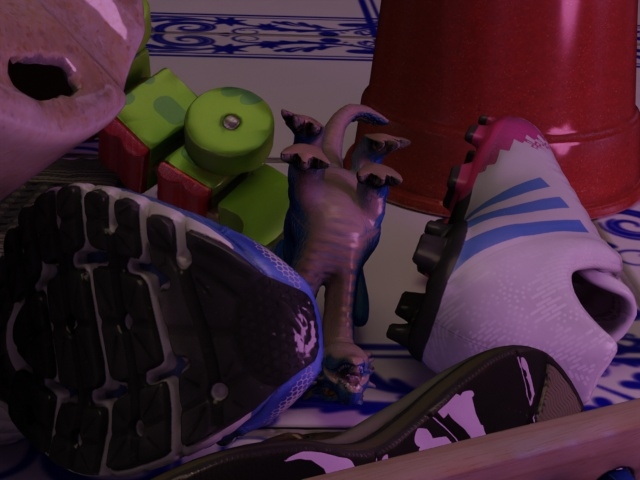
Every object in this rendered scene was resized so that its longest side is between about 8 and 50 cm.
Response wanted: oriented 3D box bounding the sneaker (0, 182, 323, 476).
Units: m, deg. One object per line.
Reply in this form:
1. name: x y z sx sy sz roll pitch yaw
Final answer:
1. sneaker: -0.085 0.043 0.683 0.147 0.129 0.330 -2 -3 -31

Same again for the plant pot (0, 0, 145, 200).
1. plant pot: -0.265 -0.093 0.658 0.305 0.333 0.334 -22 10 26

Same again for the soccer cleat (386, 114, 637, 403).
1. soccer cleat: 0.139 0.014 0.929 0.143 0.116 0.331 21 26 5

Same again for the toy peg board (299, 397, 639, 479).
1. toy peg board: 0.062 0.152 0.489 0.161 0.160 0.079 -9 40 -27

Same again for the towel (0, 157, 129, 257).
1. towel: -0.308 0.000 0.991 0.324 0.056 0.312 1 18 2

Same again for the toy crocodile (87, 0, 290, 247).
1. toy crocodile: -0.131 -0.088 1.043 0.105 0.115 0.340 -37 67 -27

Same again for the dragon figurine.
1. dragon figurine: 0.000 0.000 0.887 0.085 0.144 0.289 13 20 -6

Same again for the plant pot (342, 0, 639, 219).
1. plant pot: 0.159 -0.184 1.196 0.272 0.265 0.272 2 21 -1

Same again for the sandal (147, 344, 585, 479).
1. sandal: 0.009 0.131 0.616 0.303 0.120 0.086 -15 1 -42
